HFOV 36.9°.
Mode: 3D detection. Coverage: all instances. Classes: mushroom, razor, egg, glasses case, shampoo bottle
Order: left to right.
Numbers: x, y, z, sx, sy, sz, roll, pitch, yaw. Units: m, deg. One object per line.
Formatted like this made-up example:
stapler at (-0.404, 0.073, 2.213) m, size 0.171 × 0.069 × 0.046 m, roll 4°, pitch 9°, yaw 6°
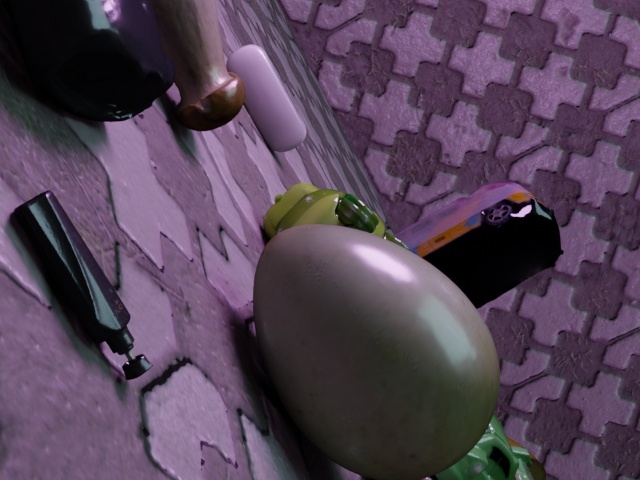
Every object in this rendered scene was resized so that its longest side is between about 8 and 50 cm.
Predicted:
razor at (-0.232, -0.273, 0.813) m, size 0.349 × 0.113 × 0.204 m, roll 64°, pitch 6°, yaw 8°
shampoo bottle at (-0.155, 0.032, 0.636) m, size 0.137 × 0.027 × 0.048 m, roll 61°, pitch 11°, yaw -13°
mushroom at (-0.188, -0.284, 1.083) m, size 0.128 × 0.128 × 0.350 m, roll -98°, pitch 163°, yaw -65°
glasses case at (-0.092, -0.242, 1.640) m, size 0.193 × 0.074 × 0.049 m, roll 60°, pitch 13°, yaw -15°
egg at (0.048, 0.109, 0.978) m, size 0.295 × 0.218 × 0.218 m, roll 47°, pitch 11°, yaw -7°

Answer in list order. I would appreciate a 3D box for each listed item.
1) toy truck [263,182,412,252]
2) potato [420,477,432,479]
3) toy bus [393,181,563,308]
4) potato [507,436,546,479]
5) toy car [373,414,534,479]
toy truck at (0.001, -0.001, 1.304) m, size 0.210 × 0.148 × 0.187 m, roll 41°, pitch -4°, yaw 33°
potato at (0.153, 0.431, 1.042) m, size 0.264 × 0.211 × 0.189 m, roll 32°, pitch 46°, yaw 12°
toy bus at (0.238, 0.029, 1.755) m, size 0.171 × 0.386 × 0.162 m, roll 58°, pitch 5°, yaw -34°
potato at (0.259, 0.379, 1.592) m, size 0.203 × 0.178 × 0.158 m, roll 31°, pitch 14°, yaw -48°
toy car at (0.174, 0.289, 1.285) m, size 0.358 × 0.176 × 0.213 m, roll 56°, pitch 10°, yaw -35°
